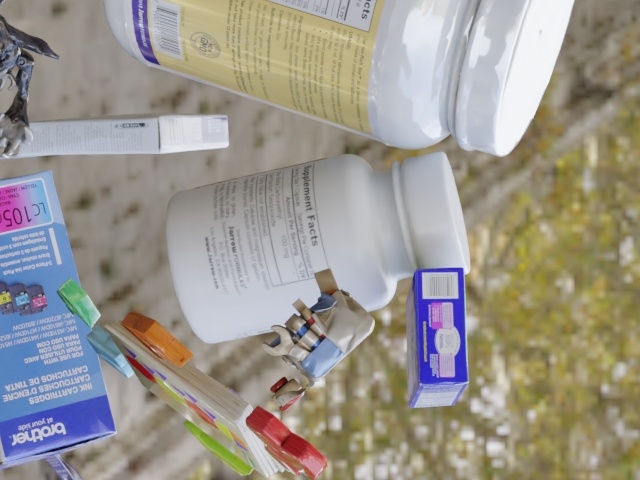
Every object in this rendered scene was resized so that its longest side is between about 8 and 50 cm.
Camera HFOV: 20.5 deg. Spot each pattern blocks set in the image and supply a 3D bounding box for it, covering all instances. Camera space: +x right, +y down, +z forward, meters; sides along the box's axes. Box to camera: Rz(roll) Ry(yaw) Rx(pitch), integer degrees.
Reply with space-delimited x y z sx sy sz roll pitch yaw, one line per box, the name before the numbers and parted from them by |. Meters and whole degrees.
pattern blocks set | -0.111 0.146 1.633 0.325 0.285 0.026 36 -107 18

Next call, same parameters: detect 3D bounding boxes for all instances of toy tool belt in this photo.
toy tool belt | -0.010 0.061 1.096 0.083 0.051 0.052 -42 176 -9

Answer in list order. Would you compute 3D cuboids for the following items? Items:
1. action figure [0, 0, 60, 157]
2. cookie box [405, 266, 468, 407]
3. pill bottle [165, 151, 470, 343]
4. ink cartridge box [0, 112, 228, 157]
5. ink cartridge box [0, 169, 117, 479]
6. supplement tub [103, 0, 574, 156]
action figure | -0.365 -0.135 1.797 0.164 0.275 0.141 16 -157 -8
cookie box | 0.089 0.077 1.370 0.040 0.091 0.107 -1 166 -2
pill bottle | 0.000 0.000 1.444 0.229 0.131 0.131 -12 -167 9
ink cartridge box | -0.245 -0.121 2.027 0.224 0.045 0.223 -2 -176 16
ink cartridge box | -0.371 0.136 2.188 0.151 0.395 0.270 -12 175 -18
supplement tub | 0.021 -0.212 1.408 0.331 0.241 0.241 19 -160 15
